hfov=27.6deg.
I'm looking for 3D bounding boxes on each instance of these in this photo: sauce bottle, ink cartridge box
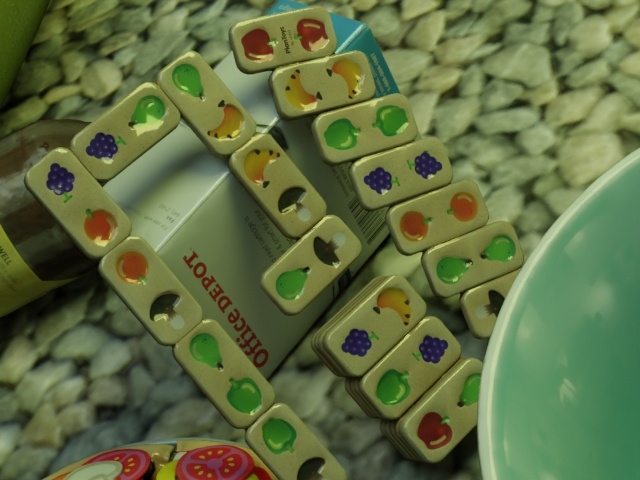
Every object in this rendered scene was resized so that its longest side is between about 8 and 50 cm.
[{"bbox_3d":[-0.212,-0.008,0.871,0.344,0.111,0.111,-26,47,4],"label":"sauce bottle"},{"bbox_3d":[-0.032,-0.026,0.779,0.082,0.139,0.190,28,68,40],"label":"ink cartridge box"}]

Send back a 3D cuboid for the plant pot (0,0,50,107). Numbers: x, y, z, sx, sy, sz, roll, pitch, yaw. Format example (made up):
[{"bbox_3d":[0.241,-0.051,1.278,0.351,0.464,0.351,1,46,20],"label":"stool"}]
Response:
[{"bbox_3d":[-0.335,-0.167,0.981,0.275,0.275,0.293,-5,67,22],"label":"plant pot"}]

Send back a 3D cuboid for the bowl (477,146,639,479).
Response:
[{"bbox_3d":[0.236,0.096,0.536,0.311,0.163,0.311,-13,49,16],"label":"bowl"}]

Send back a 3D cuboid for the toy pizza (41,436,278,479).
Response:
[{"bbox_3d":[-0.095,0.160,0.679,0.201,0.032,0.201,-7,29,4],"label":"toy pizza"}]

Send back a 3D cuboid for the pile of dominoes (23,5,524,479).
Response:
[{"bbox_3d":[0.000,0.000,0.688,0.196,0.251,0.040,-42,6,-17],"label":"pile of dominoes"}]
